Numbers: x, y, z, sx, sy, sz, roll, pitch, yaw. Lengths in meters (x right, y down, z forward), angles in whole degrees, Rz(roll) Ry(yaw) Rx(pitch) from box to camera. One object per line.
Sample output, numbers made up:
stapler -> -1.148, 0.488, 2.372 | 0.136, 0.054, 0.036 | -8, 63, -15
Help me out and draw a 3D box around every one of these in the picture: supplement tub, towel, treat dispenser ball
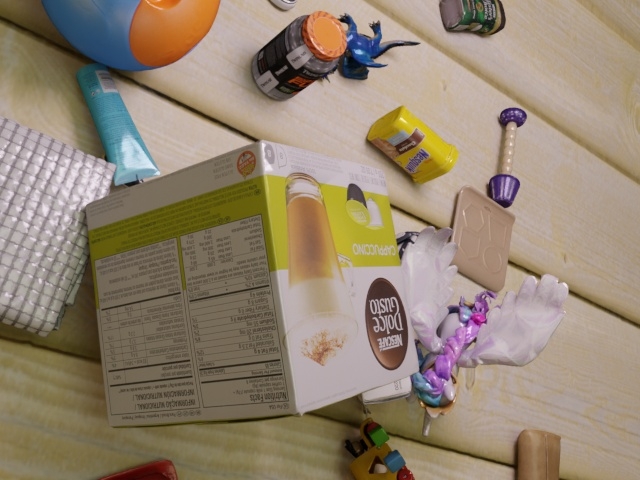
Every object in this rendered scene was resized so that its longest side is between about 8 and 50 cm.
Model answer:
supplement tub -> -0.041, -0.359, 1.286 | 0.117, 0.190, 0.117 | 9, 73, -33
towel -> -0.450, -0.021, 0.953 | 0.235, 0.121, 0.284 | 26, 63, -30
treat dispenser ball -> -0.301, -0.418, 1.052 | 0.288, 0.288, 0.288 | 10, 73, -34

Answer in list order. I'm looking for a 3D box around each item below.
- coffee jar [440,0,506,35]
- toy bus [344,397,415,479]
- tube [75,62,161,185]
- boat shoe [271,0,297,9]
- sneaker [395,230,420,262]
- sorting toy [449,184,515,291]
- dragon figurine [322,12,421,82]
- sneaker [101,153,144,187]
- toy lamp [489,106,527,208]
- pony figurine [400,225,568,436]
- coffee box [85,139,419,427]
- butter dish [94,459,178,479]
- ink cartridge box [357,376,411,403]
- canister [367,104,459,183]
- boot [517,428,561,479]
coffee jar -> 0.406, -0.597, 1.740 | 0.184, 0.079, 0.096 | -6, 82, -37
toy bus -> 0.100, 0.422, 1.237 | 0.104, 0.202, 0.191 | -33, 107, -6
tube -> -0.339, -0.191, 1.091 | 0.080, 0.052, 0.207 | -21, 81, -28
boat shoe -> -0.102, -0.593, 1.377 | 0.077, 0.070, 0.219 | -31, 97, -37
sneaker -> 0.136, 0.038, 1.335 | 0.235, 0.153, 0.094 | -14, 85, -38
sorting toy -> 0.387, -0.003, 1.605 | 0.193, 0.038, 0.208 | 28, 68, -27
dragon figurine -> 0.093, -0.407, 1.461 | 0.289, 0.085, 0.144 | 4, 76, -34
sneaker -> -0.330, -0.117, 1.111 | 0.083, 0.035, 0.031 | 41, 60, -19
toy lamp -> 0.481, -0.210, 1.699 | 0.080, 0.080, 0.275 | 30, 61, -27
pony figurine -> 0.259, 0.187, 1.260 | 0.302, 0.363, 0.351 | 23, 85, 11
coffee box -> -0.094, 0.077, 0.986 | 0.337, 0.338, 0.335 | 2, 76, -57
butter dish -> -0.260, 0.421, 0.972 | 0.160, 0.118, 0.160 | -6, 81, -36
ink cartridge box -> 0.086, 0.192, 1.203 | 0.092, 0.218, 0.159 | -9, 90, -10
canister -> 0.203, -0.211, 1.467 | 0.170, 0.126, 0.073 | 36, 60, -21
boot -> 0.456, 0.559, 1.480 | 0.236, 0.089, 0.270 | 27, 63, -40
